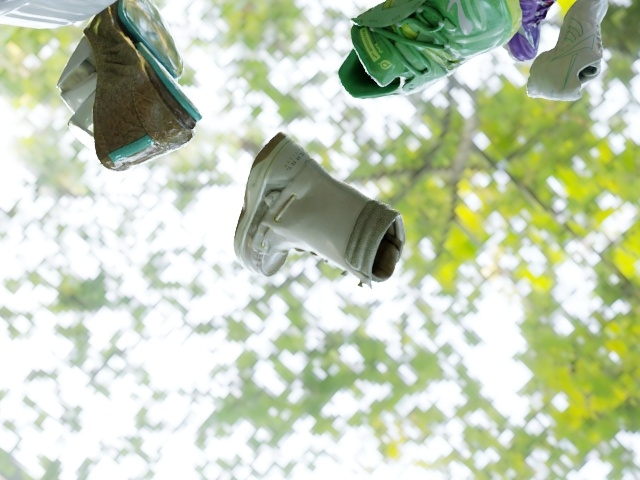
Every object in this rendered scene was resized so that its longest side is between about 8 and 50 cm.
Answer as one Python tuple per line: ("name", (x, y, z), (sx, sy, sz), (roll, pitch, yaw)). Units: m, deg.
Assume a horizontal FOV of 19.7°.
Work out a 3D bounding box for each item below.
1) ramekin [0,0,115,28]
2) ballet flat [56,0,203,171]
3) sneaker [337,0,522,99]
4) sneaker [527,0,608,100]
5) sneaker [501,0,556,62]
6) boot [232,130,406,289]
("ramekin", (-0.236, -0.299, 1.518), (0.273, 0.127, 0.272), (-10, -107, 36))
("ballet flat", (-0.195, -0.151, 1.800), (0.124, 0.116, 0.342), (-37, -153, 6))
("sneaker", (0.101, -0.200, 1.783), (0.123, 0.109, 0.295), (-30, 173, -24))
("sneaker", (0.272, -0.197, 1.916), (0.061, 0.053, 0.152), (19, -122, 24))
("sneaker", (0.243, -0.277, 2.056), (0.071, 0.169, 0.068), (21, -153, 29))
("boot", (0.000, 0.000, 1.868), (0.165, 0.213, 0.077), (32, -123, 13))
